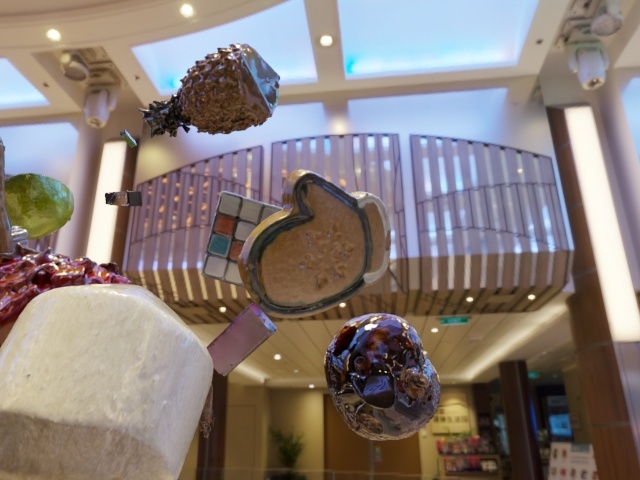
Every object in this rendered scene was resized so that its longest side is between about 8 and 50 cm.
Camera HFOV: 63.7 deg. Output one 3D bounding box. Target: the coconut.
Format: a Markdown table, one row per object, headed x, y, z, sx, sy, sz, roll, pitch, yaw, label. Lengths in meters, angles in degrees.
| x | y | z | sx | sy | sz | roll | pitch | yaw | label |
| --- | --- | --- | --- | --- | --- | --- | --- | --- | --- |
| -0.243 | 0.165 | 0.584 | 0.237 | 0.266 | 0.238 | 3 | -41 | 3 | coconut |

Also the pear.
| x | y | z | sx | sy | sz | roll | pitch | yaw | label |
| --- | --- | --- | --- | --- | --- | --- | --- | --- | --- |
| -1.038 | -0.127 | 1.847 | 0.287 | 0.139 | 0.239 | -24 | -36 | -22 | pear |

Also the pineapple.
| x | y | z | sx | sy | sz | roll | pitch | yaw | label |
| --- | --- | --- | --- | --- | --- | --- | --- | --- | --- |
| -0.291 | -0.349 | 1.283 | 0.361 | 0.202 | 0.202 | -10 | -23 | 24 | pineapple |

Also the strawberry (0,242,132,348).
| x | y | z | sx | sy | sz | roll | pitch | yaw | label |
| --- | --- | --- | --- | --- | --- | --- | --- | --- | --- |
| -0.499 | 0.195 | 0.902 | 0.317 | 0.346 | 0.295 | 5 | -25 | 16 | strawberry |

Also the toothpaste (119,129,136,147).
| x | y | z | sx | sy | sz | roll | pitch | yaw | label |
| --- | --- | --- | --- | --- | --- | --- | --- | --- | --- |
| -0.599 | -0.316 | 1.600 | 0.020 | 0.017 | 0.083 | -25 | -16 | -4 | toothpaste |

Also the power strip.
| x | y | z | sx | sy | sz | roll | pitch | yaw | label |
| --- | --- | --- | --- | --- | --- | --- | --- | --- | --- |
| -0.245 | 0.300 | 1.536 | 0.279 | 0.109 | 0.037 | -44 | -4 | 27 | power strip |

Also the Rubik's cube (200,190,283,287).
| x | y | z | sx | sy | sz | roll | pitch | yaw | label |
| --- | --- | --- | --- | --- | --- | --- | --- | --- | --- |
| -0.207 | 0.005 | 1.568 | 0.258 | 0.254 | 0.256 | 14 | 1 | -9 | Rubik's cube |

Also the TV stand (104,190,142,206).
| x | y | z | sx | sy | sz | roll | pitch | yaw | label |
| --- | --- | --- | --- | --- | --- | --- | --- | --- | --- |
| -0.648 | -0.137 | 1.682 | 0.040 | 0.049 | 0.256 | -7 | 8 | -38 | TV stand |

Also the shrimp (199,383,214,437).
| x | y | z | sx | sy | sz | roll | pitch | yaw | label |
| --- | --- | --- | --- | --- | --- | --- | --- | --- | --- |
| -0.350 | 0.456 | 1.397 | 0.124 | 0.179 | 0.034 | -2 | 4 | -23 | shrimp |

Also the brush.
| x | y | z | sx | sy | sz | roll | pitch | yaw | label |
| --- | --- | --- | --- | --- | --- | --- | --- | --- | --- |
| -0.623 | -0.050 | 1.018 | 0.069 | 0.328 | 0.065 | 11 | 18 | 20 | brush |

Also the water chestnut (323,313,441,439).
| x | y | z | sx | sy | sz | roll | pitch | yaw | label |
| --- | --- | --- | --- | --- | --- | --- | --- | --- | --- |
| 0.151 | 0.375 | 1.412 | 0.334 | 0.336 | 0.347 | 7 | -28 | -18 | water chestnut |

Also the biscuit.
| x | y | z | sx | sy | sz | roll | pitch | yaw | label |
| --- | --- | --- | --- | --- | --- | --- | --- | --- | --- |
| 0.001 | 0.000 | 1.018 | 0.343 | 0.288 | 0.057 | -17 | 19 | -28 | biscuit |
